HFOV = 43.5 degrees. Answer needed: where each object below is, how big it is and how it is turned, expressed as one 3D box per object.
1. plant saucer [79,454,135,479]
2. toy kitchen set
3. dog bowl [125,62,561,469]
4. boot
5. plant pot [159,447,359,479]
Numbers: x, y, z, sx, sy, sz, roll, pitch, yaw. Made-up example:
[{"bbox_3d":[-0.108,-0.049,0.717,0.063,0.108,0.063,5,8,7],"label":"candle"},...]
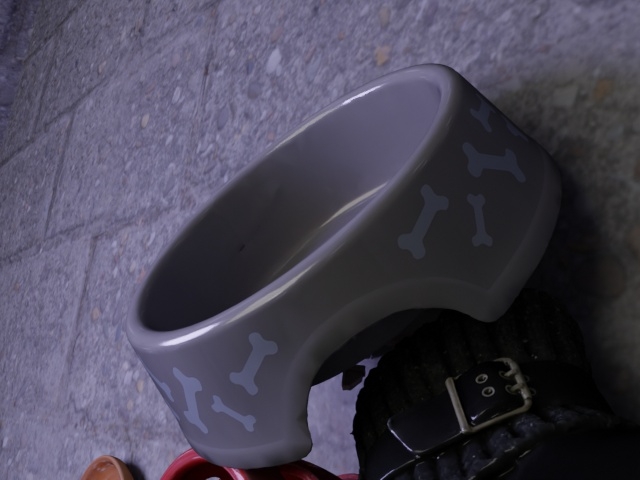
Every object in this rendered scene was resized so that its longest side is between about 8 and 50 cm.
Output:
[{"bbox_3d":[-0.282,0.383,1.043,0.200,0.037,0.200,-29,53,47],"label":"plant saucer"},{"bbox_3d":[0.059,0.097,0.690,0.083,0.075,0.068,82,-164,-70],"label":"toy kitchen set"},{"bbox_3d":[0.000,0.000,0.608,0.348,0.102,0.349,-34,20,14],"label":"dog bowl"},{"bbox_3d":[0.168,0.113,0.432,0.348,0.131,0.260,-16,17,15],"label":"boot"},{"bbox_3d":[-0.027,0.259,0.603,0.191,0.174,0.191,-31,50,45],"label":"plant pot"}]
